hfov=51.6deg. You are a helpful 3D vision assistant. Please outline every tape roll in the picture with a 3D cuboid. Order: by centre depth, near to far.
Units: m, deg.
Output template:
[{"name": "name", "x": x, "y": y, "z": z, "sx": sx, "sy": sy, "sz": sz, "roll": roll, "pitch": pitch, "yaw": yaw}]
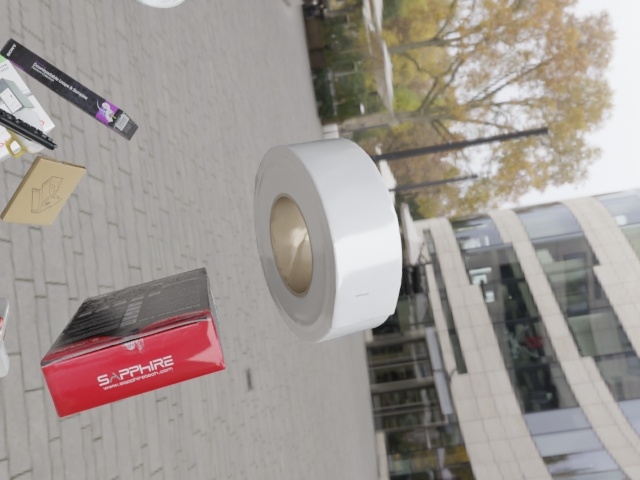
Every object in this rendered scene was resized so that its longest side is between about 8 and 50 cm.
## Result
[{"name": "tape roll", "x": 0.000, "y": 0.000, "z": 0.944, "sx": 0.286, "sy": 0.100, "sz": 0.286, "roll": 35, "pitch": -49, "yaw": 56}]

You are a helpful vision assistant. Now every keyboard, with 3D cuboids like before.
[{"name": "keyboard", "x": -0.361, "y": -0.157, "z": 0.671, "sx": 0.192, "sy": 0.100, "sz": 0.038, "roll": 34, "pitch": 81, "yaw": -47}]

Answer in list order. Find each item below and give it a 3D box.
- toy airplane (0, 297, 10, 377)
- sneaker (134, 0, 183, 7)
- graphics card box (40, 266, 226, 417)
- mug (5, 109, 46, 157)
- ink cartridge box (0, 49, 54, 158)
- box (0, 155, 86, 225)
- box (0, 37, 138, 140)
[{"name": "toy airplane", "x": -0.755, "y": 0.163, "z": 1.172, "sx": 0.384, "sy": 0.386, "sz": 0.272, "roll": 34, "pitch": 10, "yaw": -49}, {"name": "sneaker", "x": -0.352, "y": -0.547, "z": 1.366, "sx": 0.292, "sy": 0.169, "sz": 0.108, "roll": -51, "pitch": 141, "yaw": -50}, {"name": "graphics card box", "x": -0.279, "y": 0.141, "z": 1.049, "sx": 0.371, "sy": 0.233, "sz": 0.094, "roll": -145, "pitch": -140, "yaw": -75}, {"name": "mug", "x": -0.536, "y": -0.190, "z": 1.216, "sx": 0.064, "sy": 0.062, "sz": 0.078, "roll": 53, "pitch": -46, "yaw": 17}, {"name": "ink cartridge box", "x": -0.891, "y": -0.366, "z": 1.790, "sx": 0.115, "sy": 0.198, "sz": 0.272, "roll": -5, "pitch": -58, "yaw": 55}, {"name": "box", "x": -0.735, "y": -0.128, "z": 1.763, "sx": 0.021, "sy": 0.201, "sz": 0.164, "roll": 41, "pitch": 13, "yaw": 21}, {"name": "box", "x": -0.319, "y": -0.192, "z": 0.857, "sx": 0.029, "sy": 0.162, "sz": 0.116, "roll": -58, "pitch": -174, "yaw": -3}]
